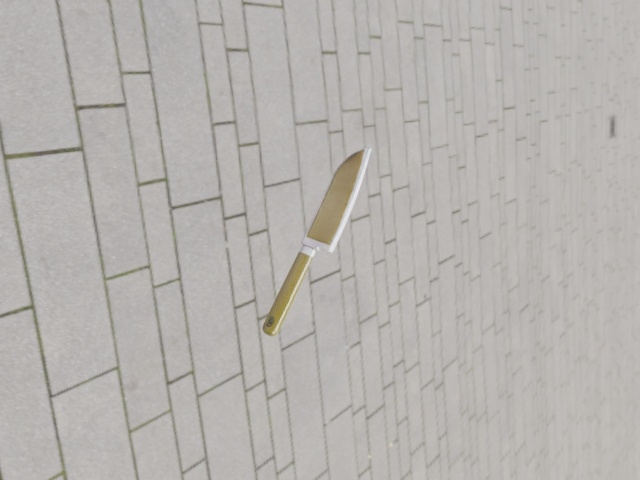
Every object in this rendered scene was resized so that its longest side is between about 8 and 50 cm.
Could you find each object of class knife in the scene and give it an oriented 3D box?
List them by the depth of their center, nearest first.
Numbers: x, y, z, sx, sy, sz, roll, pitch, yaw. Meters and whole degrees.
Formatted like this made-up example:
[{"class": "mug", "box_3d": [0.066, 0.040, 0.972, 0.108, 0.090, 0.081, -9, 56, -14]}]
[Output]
[{"class": "knife", "box_3d": [0.001, 0.000, 0.730, 0.022, 0.046, 0.256, 35, 78, -51]}]
